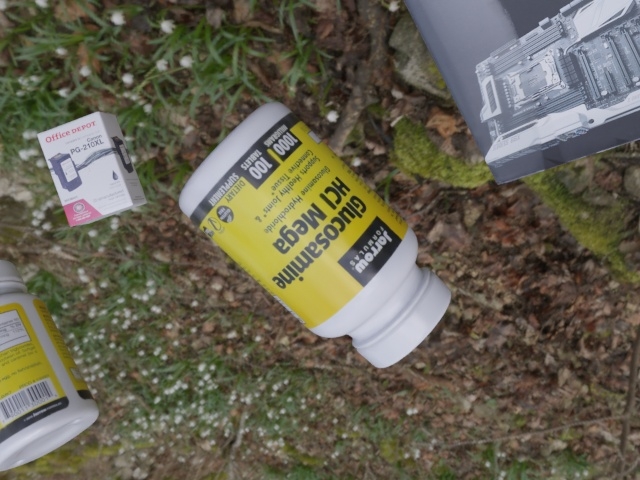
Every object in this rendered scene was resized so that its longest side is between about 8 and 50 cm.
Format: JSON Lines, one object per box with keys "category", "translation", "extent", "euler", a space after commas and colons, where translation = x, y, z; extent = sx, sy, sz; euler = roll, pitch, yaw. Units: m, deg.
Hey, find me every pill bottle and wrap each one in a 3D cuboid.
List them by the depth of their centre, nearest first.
{"category": "pill bottle", "translation": [-0.345, 0.132, 0.677], "extent": [0.208, 0.119, 0.119], "euler": [57, 137, 14]}
{"category": "pill bottle", "translation": [0.000, 0.000, 0.782], "extent": [0.334, 0.188, 0.188], "euler": [43, 136, -5]}

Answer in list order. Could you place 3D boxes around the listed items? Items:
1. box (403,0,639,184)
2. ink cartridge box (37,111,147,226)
{"category": "box", "translation": [0.214, -0.212, 0.529], "extent": [0.243, 0.076, 0.307], "euler": [-18, 131, 26]}
{"category": "ink cartridge box", "translation": [-0.555, -0.174, 1.489], "extent": [0.172, 0.100, 0.237], "euler": [-18, 94, 7]}
